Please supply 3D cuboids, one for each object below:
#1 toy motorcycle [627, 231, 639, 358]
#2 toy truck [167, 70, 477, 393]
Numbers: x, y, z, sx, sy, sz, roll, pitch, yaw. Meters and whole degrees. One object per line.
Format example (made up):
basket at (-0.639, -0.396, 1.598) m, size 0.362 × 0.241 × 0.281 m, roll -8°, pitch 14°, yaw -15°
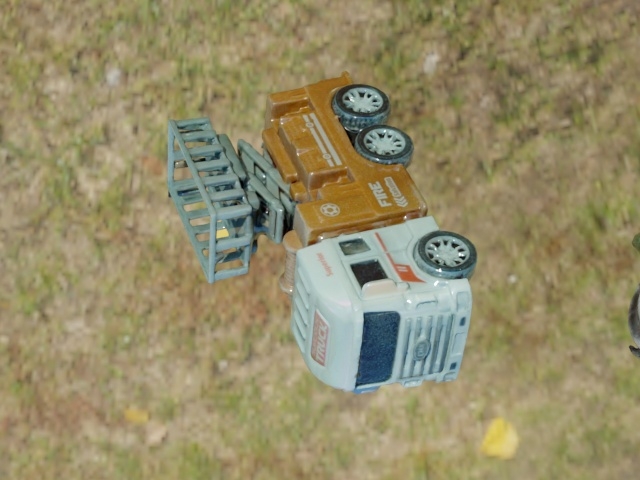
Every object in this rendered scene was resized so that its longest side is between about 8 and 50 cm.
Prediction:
toy motorcycle at (0.278, 0.079, 0.768) m, size 0.127 × 0.275 × 0.205 m, roll -50°, pitch 127°, yaw -7°
toy truck at (0.000, -0.001, 0.791) m, size 0.115 × 0.178 × 0.080 m, roll -11°, pitch 135°, yaw -18°
